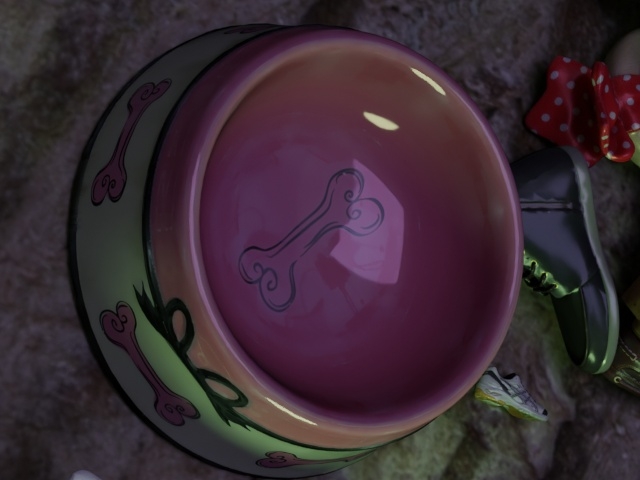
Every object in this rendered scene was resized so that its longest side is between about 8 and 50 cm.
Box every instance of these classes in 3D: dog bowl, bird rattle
[{"bbox_3d":[0.000,0.000,1.497,0.408,0.150,0.408,5,81,-30],"label":"dog bowl"},{"bbox_3d":[0.334,-0.123,1.759,0.253,0.143,0.207,30,57,-11],"label":"bird rattle"}]

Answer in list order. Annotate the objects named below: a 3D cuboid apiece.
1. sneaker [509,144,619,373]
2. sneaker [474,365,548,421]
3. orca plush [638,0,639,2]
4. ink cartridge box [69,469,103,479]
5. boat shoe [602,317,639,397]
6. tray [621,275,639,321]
[{"bbox_3d":[0.206,0.027,1.670,0.118,0.083,0.222,-12,90,-19],"label":"sneaker"},{"bbox_3d":[0.186,0.145,1.658,0.083,0.032,0.037,27,71,-26],"label":"sneaker"},{"bbox_3d":[0.352,-0.236,1.751,0.287,0.102,0.151,15,70,0],"label":"orca plush"},{"bbox_3d":[-0.127,0.353,1.389,0.353,0.119,0.207,40,66,-22],"label":"ink cartridge box"},{"bbox_3d":[0.366,0.151,1.751,0.207,0.073,0.073,33,106,-20],"label":"boat shoe"},{"bbox_3d":[0.501,-0.039,1.682,0.203,0.076,0.411,30,109,-31],"label":"tray"}]
